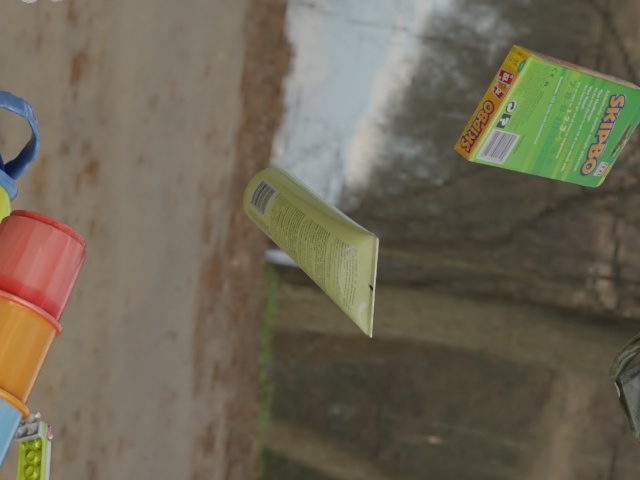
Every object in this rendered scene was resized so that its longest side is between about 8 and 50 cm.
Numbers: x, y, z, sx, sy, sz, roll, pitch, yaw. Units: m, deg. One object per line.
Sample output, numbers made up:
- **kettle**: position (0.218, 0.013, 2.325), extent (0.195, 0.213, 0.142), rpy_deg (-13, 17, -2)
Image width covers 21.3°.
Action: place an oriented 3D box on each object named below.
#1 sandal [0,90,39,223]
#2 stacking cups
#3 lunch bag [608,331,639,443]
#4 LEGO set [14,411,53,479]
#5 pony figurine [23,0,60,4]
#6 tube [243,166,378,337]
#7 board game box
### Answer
- **sandal**: position (-0.385, -0.093, 1.717), extent (0.138, 0.317, 0.126), rpy_deg (-58, 136, -16)
- **stacking cups**: position (-0.239, 0.133, 1.124), extent (0.096, 0.096, 0.316), rpy_deg (77, 33, -63)
- **lunch bag**: position (0.304, 0.049, 0.846), extent (0.287, 0.235, 0.169), rpy_deg (20, -46, 66)
- **LEGO set**: position (-0.266, 0.118, 1.203), extent (0.132, 0.107, 0.287), rpy_deg (2, 74, -62)
- **pony figurine**: position (-0.228, -0.431, 1.667), extent (0.303, 0.351, 0.363), rpy_deg (-38, 165, 16)
- **tube**: position (0.000, 0.000, 1.540), extent (0.062, 0.240, 0.070), rpy_deg (-44, 121, -3)
- **board game box**: position (0.253, -0.126, 1.799), extent (0.259, 0.039, 0.124), rpy_deg (9, 116, -48)
